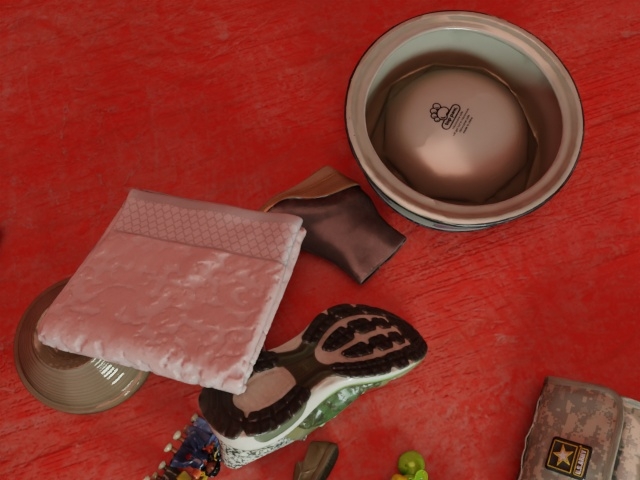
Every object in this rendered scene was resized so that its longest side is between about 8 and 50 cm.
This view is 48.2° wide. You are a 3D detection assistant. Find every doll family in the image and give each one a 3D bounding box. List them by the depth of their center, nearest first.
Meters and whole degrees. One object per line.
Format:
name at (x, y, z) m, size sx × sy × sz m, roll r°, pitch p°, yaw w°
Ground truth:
doll family at (-0.196, 0.364, 1.132) m, size 0.111 × 0.076 × 0.193 m, roll 28°, pitch 71°, yaw 12°

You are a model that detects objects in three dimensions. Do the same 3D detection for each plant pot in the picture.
plant pot at (-0.393, 0.161, 1.173) m, size 0.237 × 0.110 × 0.237 m, roll 1°, pitch 72°, yaw -2°

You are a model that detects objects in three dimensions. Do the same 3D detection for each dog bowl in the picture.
dog bowl at (0.243, -0.195, 1.275) m, size 0.408 × 0.150 × 0.408 m, roll 0°, pitch 73°, yaw 0°

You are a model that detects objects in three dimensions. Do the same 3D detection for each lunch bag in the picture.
lunch bag at (0.451, 0.359, 1.099) m, size 0.287 × 0.169 × 0.235 m, roll 16°, pitch 76°, yaw 12°

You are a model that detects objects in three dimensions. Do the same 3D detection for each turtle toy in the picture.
turtle toy at (0.141, 0.398, 1.129) m, size 0.095 × 0.066 × 0.130 m, roll 22°, pitch 69°, yaw -18°

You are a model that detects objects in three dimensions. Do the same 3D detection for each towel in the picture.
towel at (-0.220, 0.061, 1.113) m, size 0.332 × 0.053 × 0.317 m, roll 11°, pitch 54°, yaw 15°

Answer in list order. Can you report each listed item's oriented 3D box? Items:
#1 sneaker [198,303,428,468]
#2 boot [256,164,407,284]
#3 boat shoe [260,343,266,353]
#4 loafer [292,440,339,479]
sneaker at (-0.009, 0.235, 1.147) m, size 0.410 × 0.182 × 0.158 m, roll -18°, pitch 52°, yaw -30°
boot at (0.000, 0.000, 1.239) m, size 0.248 × 0.090 × 0.207 m, roll -39°, pitch 75°, yaw -16°
boat shoe at (-0.154, 0.124, 1.205) m, size 0.080 × 0.076 × 0.228 m, roll -19°, pitch 74°, yaw -7°
loafer at (-0.022, 0.383, 1.137) m, size 0.050 × 0.056 × 0.148 m, roll 16°, pitch 53°, yaw 29°
